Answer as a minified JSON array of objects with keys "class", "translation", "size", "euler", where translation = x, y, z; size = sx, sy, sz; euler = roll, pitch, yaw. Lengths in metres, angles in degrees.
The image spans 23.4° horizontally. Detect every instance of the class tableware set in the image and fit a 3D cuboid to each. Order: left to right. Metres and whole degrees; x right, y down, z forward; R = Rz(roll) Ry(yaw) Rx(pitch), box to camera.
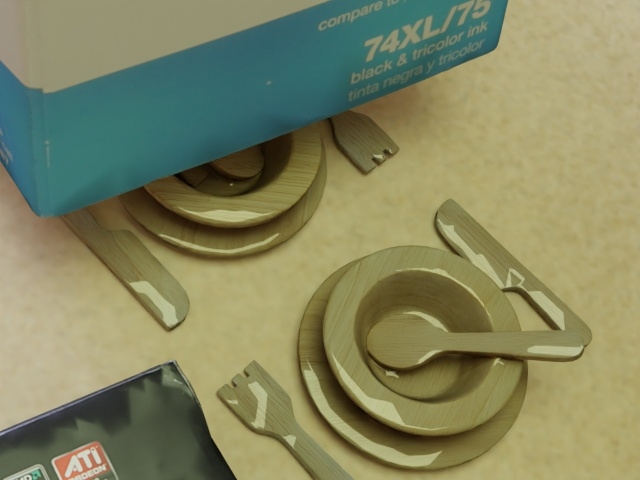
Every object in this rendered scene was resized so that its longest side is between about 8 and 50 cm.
[{"class":"tableware set","translation":[0.000,0.000,0.568],"size":[0.194,0.039,0.128],"euler":[45,62,11]}]

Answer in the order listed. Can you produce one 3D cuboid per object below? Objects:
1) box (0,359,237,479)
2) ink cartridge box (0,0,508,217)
[{"class":"box","translation":[-0.107,0.218,0.408],"size":[0.296,0.073,0.293],"euler":[-22,70,-23]},{"class":"ink cartridge box","translation":[-0.051,-0.190,0.499],"size":[0.197,0.270,0.198],"euler":[-22,55,-24]}]
